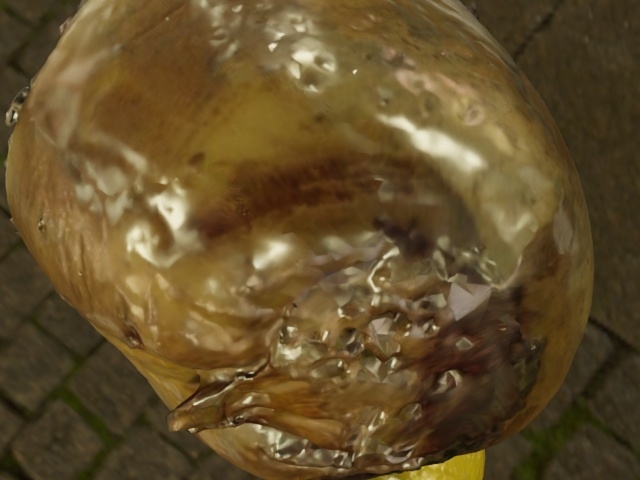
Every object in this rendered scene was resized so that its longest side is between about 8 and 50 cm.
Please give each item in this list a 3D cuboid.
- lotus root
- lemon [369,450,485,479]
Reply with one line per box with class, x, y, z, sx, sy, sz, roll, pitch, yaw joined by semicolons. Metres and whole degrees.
lotus root;0.000;0.000;0.791;0.272;0.272;0.192;-31;36;0
lemon;0.053;0.181;1.464;0.181;0.193;0.180;0;65;1
